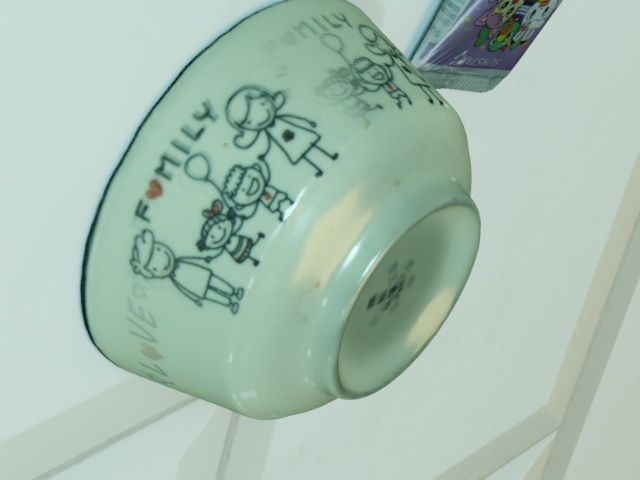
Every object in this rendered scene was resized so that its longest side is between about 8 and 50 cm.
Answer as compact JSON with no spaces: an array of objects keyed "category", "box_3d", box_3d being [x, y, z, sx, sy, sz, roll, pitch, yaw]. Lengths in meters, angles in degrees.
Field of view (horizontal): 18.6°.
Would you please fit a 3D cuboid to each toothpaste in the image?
[{"category":"toothpaste","box_3d":[0.149,-0.207,1.134,0.114,0.073,0.299,-5,132,-57]}]

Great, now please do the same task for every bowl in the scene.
[{"category":"bowl","box_3d":[0.000,0.000,1.045,0.238,0.126,0.238,-41,150,-30]}]
